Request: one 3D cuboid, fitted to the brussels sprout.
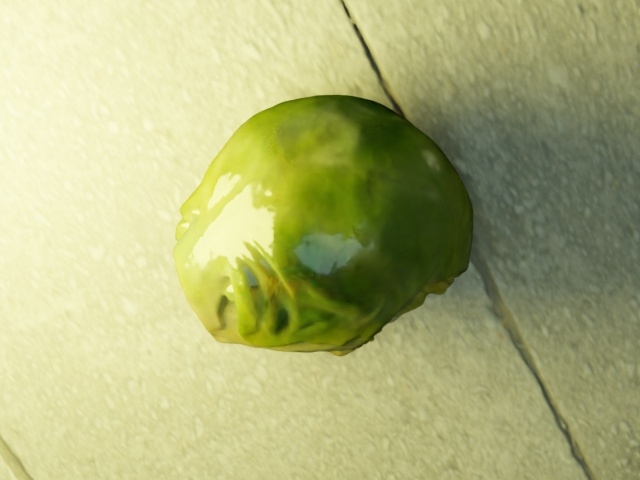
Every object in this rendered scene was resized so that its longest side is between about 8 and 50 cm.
[{"bbox_3d":[0.000,0.000,1.434,0.344,0.268,0.344,1,124,1],"label":"brussels sprout"}]
